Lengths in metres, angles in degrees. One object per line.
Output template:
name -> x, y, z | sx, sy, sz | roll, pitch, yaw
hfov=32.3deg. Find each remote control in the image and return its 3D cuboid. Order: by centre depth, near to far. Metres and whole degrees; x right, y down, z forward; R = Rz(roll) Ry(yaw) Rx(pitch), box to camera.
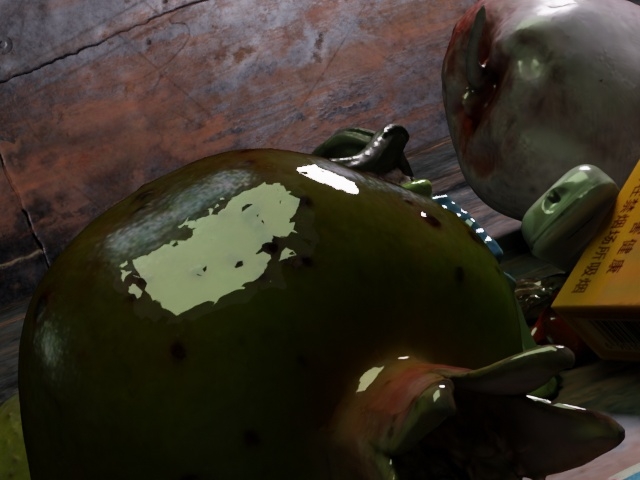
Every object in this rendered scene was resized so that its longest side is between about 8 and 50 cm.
remote control -> 0.239, -0.012, 1.000 | 0.090, 0.038, 0.309 | -44, -19, 10

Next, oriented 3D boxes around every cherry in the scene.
cherry -> 0.309, -0.164, 1.352 | 0.334, 0.291, 0.326 | 19, 45, 0

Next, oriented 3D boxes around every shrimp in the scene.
shrimp -> 0.149, 0.071, 1.033 | 0.219, 0.046, 0.152 | -11, 12, 41

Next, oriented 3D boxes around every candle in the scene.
candle -> 0.297, 0.025, 0.952 | 0.301, 0.059, 0.084 | -25, 22, -22

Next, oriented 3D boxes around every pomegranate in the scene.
pomegranate -> 0.004, 0.099, 0.592 | 0.290, 0.291, 0.323 | -26, 38, -35

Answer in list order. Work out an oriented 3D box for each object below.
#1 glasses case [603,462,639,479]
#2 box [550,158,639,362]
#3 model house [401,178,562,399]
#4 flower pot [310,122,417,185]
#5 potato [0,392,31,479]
glasses case -> 0.134, 0.150, 0.461 | 0.327, 0.076, 0.125 | -23, 10, -14
box -> 0.312, 0.002, 0.770 | 0.174, 0.076, 0.274 | -55, 22, -20
model house -> 0.048, 0.061, 0.868 | 0.214, 0.189, 0.195 | -24, 11, -18
flower pot -> 0.000, 0.000, 1.266 | 0.301, 0.213, 0.302 | -19, 9, 3
potato -> -0.174, 0.166, 0.883 | 0.248, 0.144, 0.169 | -31, 15, -12
